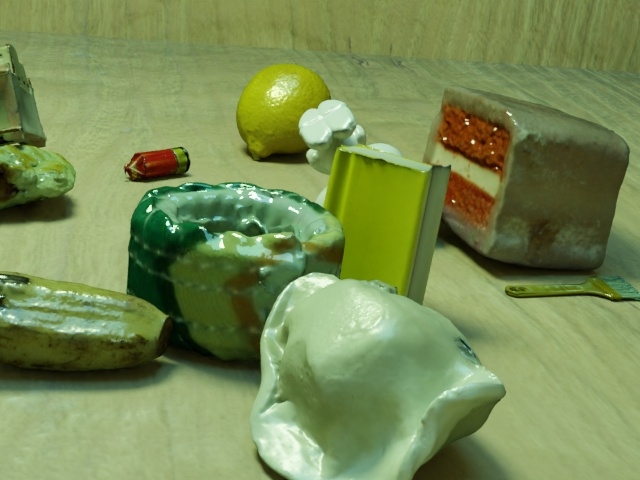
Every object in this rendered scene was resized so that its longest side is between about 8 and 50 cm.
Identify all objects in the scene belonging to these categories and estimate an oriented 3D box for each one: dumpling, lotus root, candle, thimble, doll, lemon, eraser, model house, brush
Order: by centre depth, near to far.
[{"bbox_3d":[0.041,0.160,1.144,0.243,0.187,0.318,-45,37,-17],"label":"dumpling"},{"bbox_3d":[-0.299,0.098,1.258,0.258,0.097,0.110,11,54,-10],"label":"lotus root"},{"bbox_3d":[-0.104,0.034,1.387,0.254,0.167,0.288,-9,23,-36],"label":"thimble"},{"bbox_3d":[0.075,-0.009,1.487,0.158,0.226,0.069,18,14,30],"label":"eraser"},{"bbox_3d":[0.375,0.072,1.654,0.218,0.010,0.082,0,20,-17],"label":"brush"},{"bbox_3d":[0.076,-0.107,1.734,0.208,0.271,0.144,-16,49,-11],"label":"doll"},{"bbox_3d":[-0.610,-0.218,1.857,0.244,0.169,0.326,-15,4,-6],"label":"model house"},{"bbox_3d":[-0.300,-0.138,1.997,0.131,0.052,0.052,-15,28,-42],"label":"candle"},{"bbox_3d":[-0.073,-0.260,2.223,0.187,0.187,0.244,17,54,30],"label":"lemon"}]

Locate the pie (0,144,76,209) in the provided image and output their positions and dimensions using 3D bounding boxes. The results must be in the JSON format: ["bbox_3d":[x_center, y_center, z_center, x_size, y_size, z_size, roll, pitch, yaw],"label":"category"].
[{"bbox_3d":[-0.533,-0.105,1.763,0.274,0.105,0.257,-12,17,-44],"label":"pie"}]

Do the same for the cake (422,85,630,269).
[{"bbox_3d":[0.318,-0.106,1.800,0.230,0.237,0.309,8,16,-25],"label":"cake"}]
